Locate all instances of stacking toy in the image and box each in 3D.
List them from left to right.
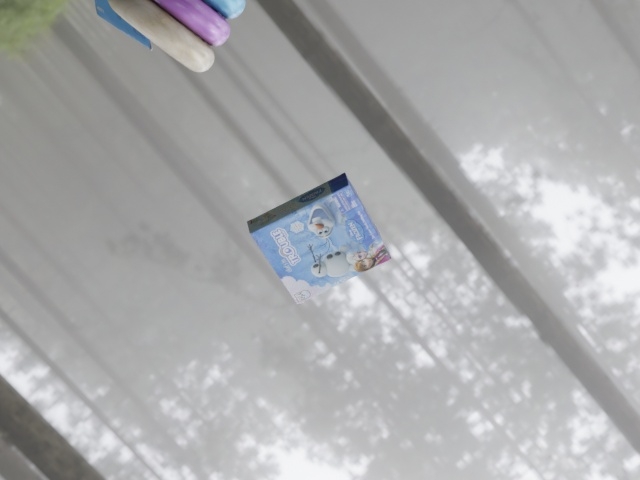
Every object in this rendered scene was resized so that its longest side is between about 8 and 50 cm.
[{"bbox_3d":[-0.088,-0.355,1.317,0.330,0.141,0.141,-52,-165,4],"label":"stacking toy"}]

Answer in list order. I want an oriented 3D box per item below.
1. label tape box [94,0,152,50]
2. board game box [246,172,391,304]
[{"bbox_3d":[-0.251,-0.446,1.543,0.106,0.334,0.240,-21,-150,-19],"label":"label tape box"},{"bbox_3d":[0.000,0.000,0.959,0.090,0.090,0.020,-26,-142,8],"label":"board game box"}]
